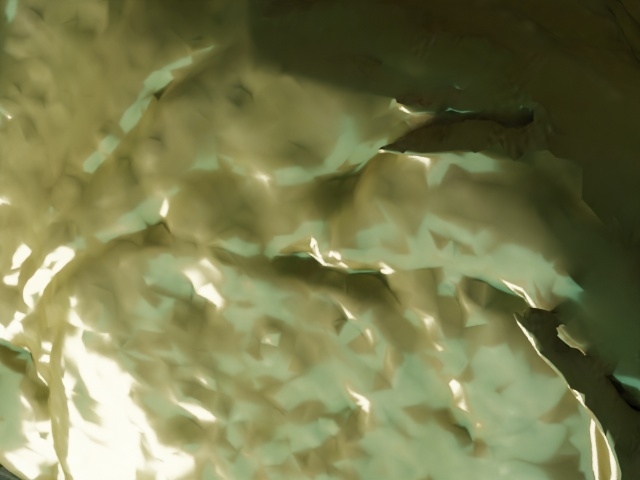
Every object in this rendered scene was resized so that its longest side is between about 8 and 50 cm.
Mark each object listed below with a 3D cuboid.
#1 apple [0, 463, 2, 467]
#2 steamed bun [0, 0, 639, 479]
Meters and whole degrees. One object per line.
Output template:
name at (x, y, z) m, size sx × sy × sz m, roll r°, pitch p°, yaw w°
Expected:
apple at (-0.269, -0.024, 0.729) m, size 0.357 × 0.357 × 0.357 m, roll 17°, pitch 161°, yaw 6°
steamed bun at (0.001, -0.005, 0.543) m, size 0.325 × 0.230 × 0.372 m, roll -38°, pitch 96°, yaw 32°
